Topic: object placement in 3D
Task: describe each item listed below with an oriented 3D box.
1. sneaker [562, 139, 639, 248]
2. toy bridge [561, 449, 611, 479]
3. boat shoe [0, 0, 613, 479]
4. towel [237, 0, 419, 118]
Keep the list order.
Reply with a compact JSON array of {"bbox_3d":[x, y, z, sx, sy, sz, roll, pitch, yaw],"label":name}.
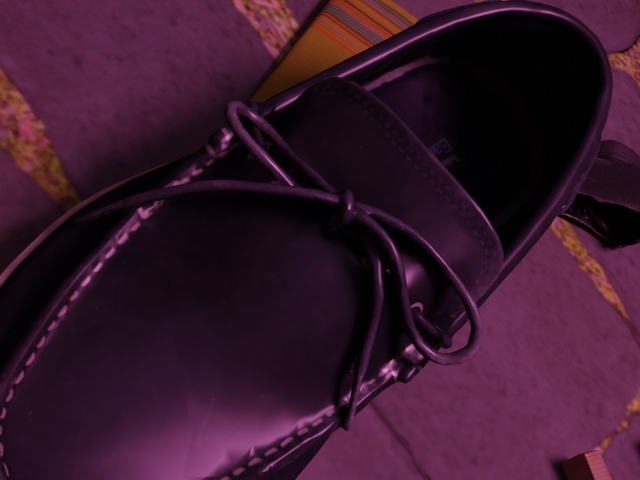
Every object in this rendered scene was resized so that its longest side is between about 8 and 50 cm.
[{"bbox_3d":[0.255,-0.020,0.885,0.170,0.051,0.089,31,46,-8],"label":"sneaker"},{"bbox_3d":[0.245,0.165,0.758,0.188,0.026,0.063,-1,63,-37],"label":"toy bridge"},{"bbox_3d":[0.000,0.000,0.592,0.500,0.156,0.186,-37,88,-39],"label":"boat shoe"},{"bbox_3d":[0.017,-0.105,0.792,0.102,0.021,0.237,35,46,-3],"label":"towel"}]
